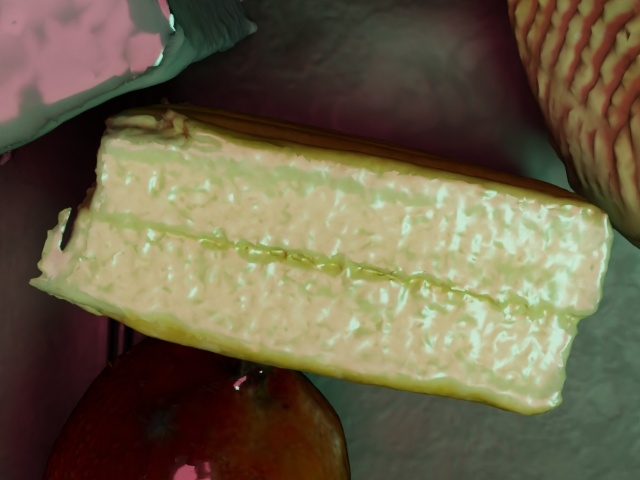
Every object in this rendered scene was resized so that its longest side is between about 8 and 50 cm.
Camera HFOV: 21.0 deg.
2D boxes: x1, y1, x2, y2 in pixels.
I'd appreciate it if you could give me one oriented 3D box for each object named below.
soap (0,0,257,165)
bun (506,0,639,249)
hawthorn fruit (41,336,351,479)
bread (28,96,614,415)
[{"bbox_3d":[-0.189,-0.075,0.831,0.296,0.285,0.107,-26,98,5],"label":"soap"},{"bbox_3d":[0.228,-0.159,0.775,0.202,0.364,0.364,-7,99,-20],"label":"bun"},{"bbox_3d":[-0.058,0.127,0.909,0.169,0.169,0.188,36,127,-3],"label":"hawthorn fruit"},{"bbox_3d":[0.000,0.000,0.860,0.246,0.239,0.111,13,94,-1],"label":"bread"}]
